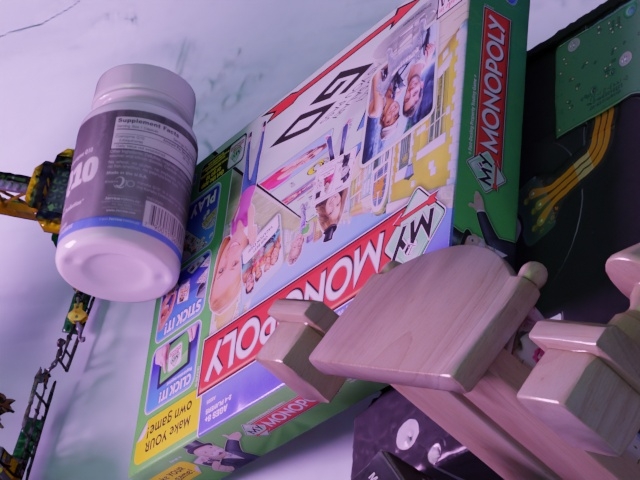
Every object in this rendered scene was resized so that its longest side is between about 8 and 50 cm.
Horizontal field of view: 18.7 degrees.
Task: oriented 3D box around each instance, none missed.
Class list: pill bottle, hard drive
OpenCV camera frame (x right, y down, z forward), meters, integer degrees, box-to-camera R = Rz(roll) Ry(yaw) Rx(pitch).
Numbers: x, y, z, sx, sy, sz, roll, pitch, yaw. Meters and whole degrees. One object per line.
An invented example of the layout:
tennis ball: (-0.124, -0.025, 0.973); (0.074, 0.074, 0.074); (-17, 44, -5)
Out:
pill bottle: (-0.118, -0.038, 1.213); (0.078, 0.078, 0.137); (-17, 51, 32)
hard drive: (0.151, -0.011, 0.988); (0.339, 0.064, 0.237); (-33, 42, 41)

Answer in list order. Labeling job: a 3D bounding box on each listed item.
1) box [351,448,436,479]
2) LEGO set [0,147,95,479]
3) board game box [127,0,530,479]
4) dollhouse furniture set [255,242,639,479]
box: (0.026, 0.251, 0.802); (0.216, 0.060, 0.270); (-47, 40, 8)
LEGO set: (-0.267, 0.036, 1.224); (0.255, 0.192, 0.331); (19, 70, 18)
board game box: (0.000, 0.000, 1.105); (0.317, 0.046, 0.213); (-34, 40, 47)
dollhouse furniture set: (0.190, 0.079, 0.847); (0.174, 0.303, 0.355); (-54, 21, -15)
